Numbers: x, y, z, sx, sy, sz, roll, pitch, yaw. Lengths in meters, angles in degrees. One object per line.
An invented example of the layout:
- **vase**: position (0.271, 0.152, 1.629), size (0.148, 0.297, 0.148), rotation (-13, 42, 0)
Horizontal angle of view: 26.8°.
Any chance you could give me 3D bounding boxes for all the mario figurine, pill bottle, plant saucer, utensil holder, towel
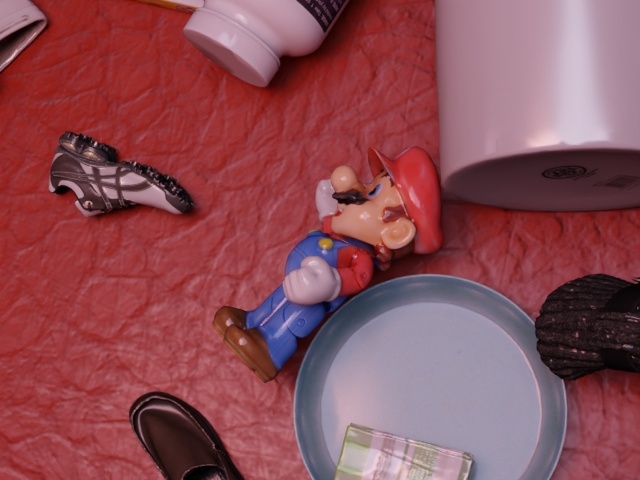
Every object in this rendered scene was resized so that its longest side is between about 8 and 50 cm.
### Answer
- **mario figurine**: position (0.000, 0.000, 1.552), size (0.320, 0.170, 0.198), rotation (-44, 52, -4)
- **pill bottle**: position (-0.032, -0.357, 1.655), size (0.181, 0.181, 0.323), rotation (31, 82, 14)
- **plant saucer**: position (0.127, 0.198, 1.573), size (0.317, 0.044, 0.317), rotation (-2, 76, 7)
- **utensil holder**: position (0.282, -0.250, 1.516), size (0.327, 0.327, 0.385), rotation (0, 78, 8)
- **towel**: position (0.090, 0.278, 1.525), size (0.152, 0.023, 0.113), rotation (14, 78, 11)

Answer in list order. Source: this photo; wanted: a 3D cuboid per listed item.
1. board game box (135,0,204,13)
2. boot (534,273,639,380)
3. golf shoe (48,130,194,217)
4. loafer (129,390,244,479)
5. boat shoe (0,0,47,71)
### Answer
- **board game box**: position (-0.216, -0.372, 1.763), size (0.259, 0.039, 0.124), rotation (14, 80, 8)
- **boot**: position (0.436, 0.101, 1.498), size (0.260, 0.348, 0.131), rotation (-8, 74, 50)
- **golf shoe**: position (-0.251, -0.061, 1.678), size (0.198, 0.077, 0.094), rotation (25, 92, 20)
- **loafer**: position (-0.146, 0.261, 1.576), size (0.080, 0.078, 0.220), rotation (-44, 75, -4)
- **boat shoe**: position (-0.460, -0.214, 1.724), size (0.088, 0.096, 0.267), rotation (37, 69, 10)
